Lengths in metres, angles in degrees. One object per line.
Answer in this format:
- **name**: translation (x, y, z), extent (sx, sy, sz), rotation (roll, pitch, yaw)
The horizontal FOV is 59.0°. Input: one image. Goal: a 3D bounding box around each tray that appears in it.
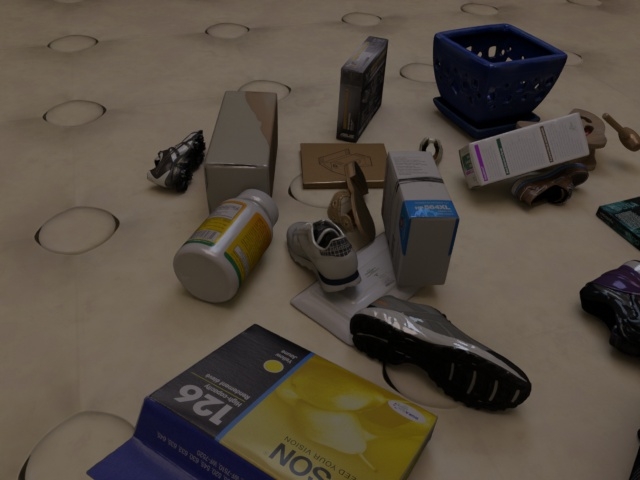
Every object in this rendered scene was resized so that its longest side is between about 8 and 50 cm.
- **tray**: translation (0.089, 0.065, 0.987), extent (0.145, 0.030, 0.270), rotation (32, 48, 30)

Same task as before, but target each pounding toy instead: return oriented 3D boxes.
- **pounding toy**: translation (0.590, -0.264, 1.313), extent (0.269, 0.155, 0.154), rotation (-1, 44, -4)

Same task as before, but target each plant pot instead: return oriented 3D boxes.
- **plant pot**: translation (0.427, -0.395, 1.419), extent (0.235, 0.212, 0.236), rotation (-15, 43, -19)

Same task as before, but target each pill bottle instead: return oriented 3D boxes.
- **pill bottle**: translation (-0.154, 0.000, 0.985), extent (0.117, 0.118, 0.208), rotation (15, 41, 14)

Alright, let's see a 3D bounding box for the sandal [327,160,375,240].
- **sandal**: translation (0.052, -0.065, 1.125), extent (0.079, 0.088, 0.240), rotation (-25, 36, 19)

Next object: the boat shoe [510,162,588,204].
- **boat shoe**: translation (0.498, -0.110, 1.202), extent (0.183, 0.066, 0.066), rotation (-17, 50, -12)

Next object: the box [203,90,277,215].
- **box**: translation (-0.157, -0.181, 1.184), extent (0.121, 0.148, 0.311), rotation (2, 41, -2)

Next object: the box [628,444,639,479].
- **box**: translation (0.520, 0.279, 0.569), extent (0.343, 0.179, 0.313), rotation (24, 62, 25)

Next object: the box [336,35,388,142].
- **box**: translation (0.105, -0.378, 1.406), extent (0.056, 0.183, 0.231), rotation (14, 42, 14)

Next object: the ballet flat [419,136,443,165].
- **ballet flat**: translation (0.258, -0.209, 1.310), extent (0.057, 0.052, 0.168), rotation (8, 39, 6)

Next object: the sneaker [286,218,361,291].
- **sneaker**: translation (0.000, 0.000, 0.984), extent (0.090, 0.095, 0.235), rotation (-23, 27, -18)

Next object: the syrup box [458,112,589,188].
- **syrup box**: translation (0.424, -0.186, 1.192), extent (0.236, 0.096, 0.093), rotation (-15, 0, 0)

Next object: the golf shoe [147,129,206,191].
- **golf shoe**: translation (-0.312, -0.186, 1.235), extent (0.093, 0.077, 0.198), rotation (7, 39, 6)

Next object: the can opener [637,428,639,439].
- **can opener**: translation (0.499, 0.288, 0.714), extent (0.073, 0.059, 0.186), rotation (-29, 49, -32)

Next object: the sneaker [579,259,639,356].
- **sneaker**: translation (0.517, 0.158, 0.864), extent (0.124, 0.107, 0.283), rotation (-23, 40, -6)

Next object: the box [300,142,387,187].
- **box**: translation (0.057, -0.171, 1.279), extent (0.201, 0.021, 0.164), rotation (0, 40, -5)

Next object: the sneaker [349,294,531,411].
- **sneaker**: translation (0.181, 0.152, 0.836), extent (0.271, 0.100, 0.108), rotation (25, 39, 25)

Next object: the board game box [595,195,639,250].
- **board game box**: translation (0.680, -0.045, 1.153), extent (0.186, 0.026, 0.126), rotation (-12, 41, -17)

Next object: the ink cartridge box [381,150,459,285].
- **ink cartridge box**: translation (0.165, -0.043, 0.981), extent (0.085, 0.148, 0.203), rotation (-1, 40, -3)

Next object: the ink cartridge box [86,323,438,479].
- **ink cartridge box**: translation (-0.053, 0.241, 0.679), extent (0.303, 0.072, 0.307), rotation (23, 26, 22)
